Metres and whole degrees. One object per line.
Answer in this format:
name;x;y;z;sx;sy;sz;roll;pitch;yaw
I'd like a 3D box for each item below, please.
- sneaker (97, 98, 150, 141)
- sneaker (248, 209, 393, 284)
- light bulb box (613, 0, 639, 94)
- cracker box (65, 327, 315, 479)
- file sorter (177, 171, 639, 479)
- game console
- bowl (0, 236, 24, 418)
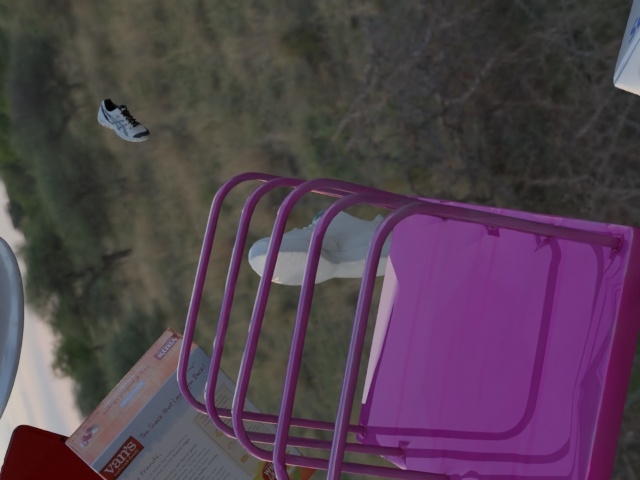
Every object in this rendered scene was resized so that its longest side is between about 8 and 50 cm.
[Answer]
sneaker;-0.263;-0.162;1.501;0.083;0.032;0.037;27;125;16
sneaker;0.000;0.000;1.451;0.080;0.212;0.094;-54;44;49
light bulb box;0.560;-0.306;1.245;0.225;0.358;0.361;105;-174;-59
cracker box;-0.128;0.223;1.156;0.067;0.155;0.232;23;156;51
file sorter;0.038;0.065;0.738;0.291;0.182;0.202;-165;86;-66
game console;-0.300;0.294;1.270;0.085;0.144;0.124;-92;27;-54
bowl;-0.505;0.124;1.434;0.298;0.134;0.297;-17;67;46
